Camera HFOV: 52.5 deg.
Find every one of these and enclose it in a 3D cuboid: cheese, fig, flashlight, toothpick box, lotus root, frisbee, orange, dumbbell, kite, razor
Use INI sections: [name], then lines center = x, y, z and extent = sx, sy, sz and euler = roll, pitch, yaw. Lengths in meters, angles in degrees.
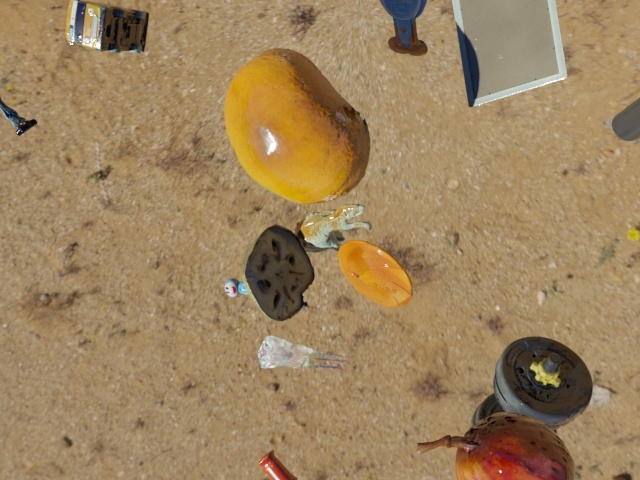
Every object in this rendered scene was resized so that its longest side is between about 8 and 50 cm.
[cheese]
center = 0.070, -0.195, 0.553
extent = 0.047, 0.111, 0.017
euler = 19, 70, 20
[fig]
center = 0.193, 0.239, 0.699
extent = 0.150, 0.128, 0.128
euler = 29, 112, 28
[flashlight]
center = -0.194, 0.123, 1.742
extent = 0.129, 0.051, 0.051
euler = -4, 109, 8
[toothpick box]
center = -0.091, 0.481, 1.355
extent = 0.047, 0.047, 0.083
euler = -46, 79, 16
[lotus root]
center = -0.107, 0.073, 1.424
extent = 0.078, 0.183, 0.203
euler = -6, 113, 46
[frisbee]
center = 0.113, 0.081, 1.415
extent = 0.192, 0.035, 0.192
euler = 28, 146, 21
[orange]
center = -0.054, -0.216, 1.309
extent = 0.310, 0.274, 0.274
euler = 37, 108, -25
[dumbbell]
center = 0.426, 0.349, 1.344
extent = 0.185, 0.185, 0.388
euler = 5, 138, 2
[kite]
center = -0.033, 0.277, 1.516
extent = 0.230, 0.016, 0.127
euler = 12, 137, -7
[razor]
center = -0.563, -0.244, 1.146
extent = 0.044, 0.028, 0.154
euler = -36, 142, -6

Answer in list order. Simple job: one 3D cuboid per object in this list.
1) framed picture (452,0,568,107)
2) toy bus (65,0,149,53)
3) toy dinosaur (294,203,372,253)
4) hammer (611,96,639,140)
[framed picture]
center = 0.417, -0.468, 1.451
extent = 0.232, 0.019, 0.296
euler = -10, 85, 38
[toy bus]
center = -0.467, -0.471, 1.425
extent = 0.114, 0.201, 0.098
euler = 16, 108, 7
[toy dinosaur]
center = 0.000, 0.000, 1.519
extent = 0.393, 0.206, 0.092
euler = -23, 67, 39
[hammer]
center = 0.186, -0.085, 0.289
extent = 0.078, 0.201, 0.021
euler = -31, 82, -9
